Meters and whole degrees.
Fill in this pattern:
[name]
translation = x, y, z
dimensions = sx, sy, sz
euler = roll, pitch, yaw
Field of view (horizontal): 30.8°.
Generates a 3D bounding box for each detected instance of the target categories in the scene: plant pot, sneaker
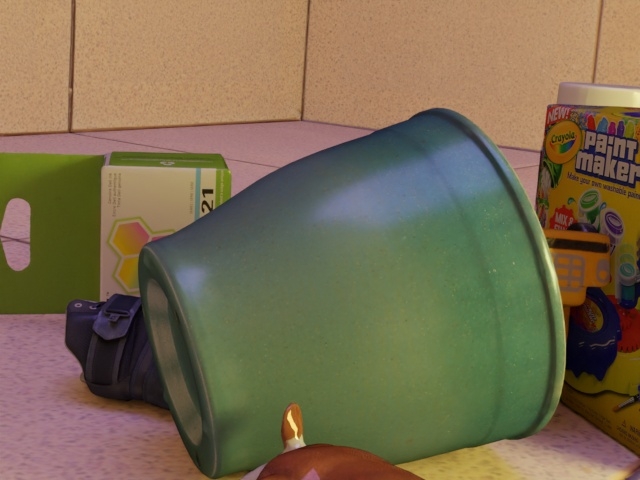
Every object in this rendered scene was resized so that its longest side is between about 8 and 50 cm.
[plant pot]
translation = 0.005, 0.057, 0.891
dimensions = 0.255, 0.271, 0.272
euler = -15, 17, -18
[sneaker]
translation = -0.139, 0.054, 1.061
dimensions = 0.163, 0.086, 0.226
euler = 5, 45, 20

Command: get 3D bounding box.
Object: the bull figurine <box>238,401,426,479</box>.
[bull figurine]
translation = 0.014, 0.179, 0.639
dimensions = 0.188, 0.101, 0.310
euler = -12, 17, -43

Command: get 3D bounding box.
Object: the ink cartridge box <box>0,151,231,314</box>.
[ink cartridge box]
translation = -0.227, 0.006, 1.213
dimensions = 0.255, 0.188, 0.097
euler = 1, 13, -10

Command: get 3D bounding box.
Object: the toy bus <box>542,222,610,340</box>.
[toy bus]
translation = 0.150, 0.044, 1.128
dimensions = 0.108, 0.130, 0.333
euler = 6, -2, -18

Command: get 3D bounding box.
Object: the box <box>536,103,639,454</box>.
[box]
translation = 0.333, 0.031, 1.042
dimensions = 0.177, 0.279, 0.290
euler = 1, 11, -17

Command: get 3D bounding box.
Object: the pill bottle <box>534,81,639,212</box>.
[pill bottle]
translation = 0.355, -0.055, 1.474
dimensions = 0.161, 0.283, 0.161
euler = 4, 11, -1
